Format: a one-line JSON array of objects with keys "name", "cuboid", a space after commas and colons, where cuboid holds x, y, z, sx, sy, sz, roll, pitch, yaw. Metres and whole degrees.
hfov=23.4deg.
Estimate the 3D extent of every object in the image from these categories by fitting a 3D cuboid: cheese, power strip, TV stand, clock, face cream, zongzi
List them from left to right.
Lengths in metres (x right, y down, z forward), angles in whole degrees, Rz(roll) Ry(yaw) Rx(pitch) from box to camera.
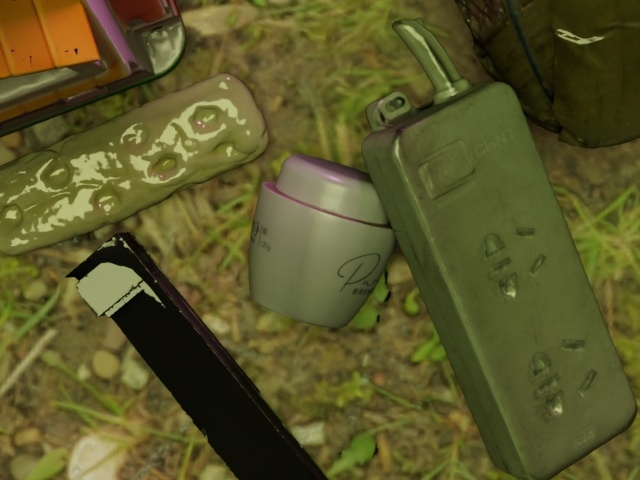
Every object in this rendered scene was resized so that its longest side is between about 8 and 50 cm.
[{"name": "clock", "cuboid": [-0.221, -0.144, 0.867, 0.235, 0.309, 0.166, -20, 90, 3]}, {"name": "cheese", "cuboid": [-0.127, -0.047, 0.994, 0.194, 0.043, 0.064, -21, 88, 3]}, {"name": "TV stand", "cuboid": [-0.064, 0.108, 0.992, 0.049, 0.040, 0.256, -39, 88, 3]}, {"name": "face cream", "cuboid": [0.000, 0.000, 0.963, 0.091, 0.091, 0.095, 19, 99, 3]}, {"name": "power strip", "cuboid": [0.100, 0.002, 0.934, 0.093, 0.053, 0.288, -28, 104, -19]}, {"name": "zongzi", "cuboid": [0.174, -0.238, 0.813, 0.174, 0.393, 0.356, -20, 94, -21]}]
